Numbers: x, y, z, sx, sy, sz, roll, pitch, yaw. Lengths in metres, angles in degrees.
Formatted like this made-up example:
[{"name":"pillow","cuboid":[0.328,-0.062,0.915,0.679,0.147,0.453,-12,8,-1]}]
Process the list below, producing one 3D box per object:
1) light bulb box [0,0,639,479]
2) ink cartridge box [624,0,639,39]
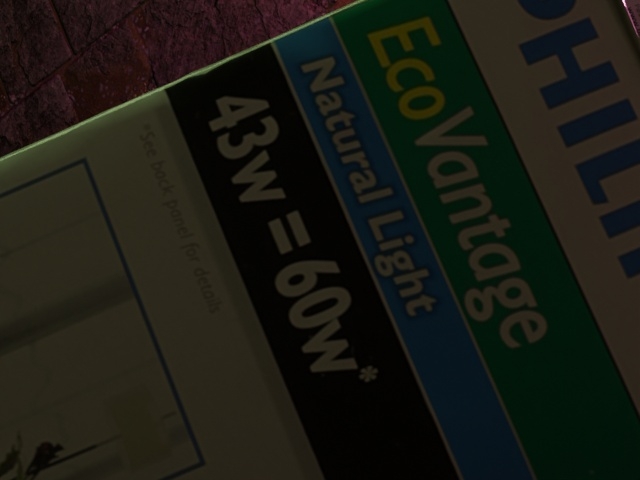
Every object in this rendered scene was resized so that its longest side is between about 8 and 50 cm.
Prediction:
[{"name":"light bulb box","cuboid":[-0.019,0.068,0.555,0.361,0.225,0.358,-23,-7,2]},{"name":"ink cartridge box","cuboid":[0.309,-0.066,0.836,0.395,0.270,0.151,-23,-1,-8]}]
